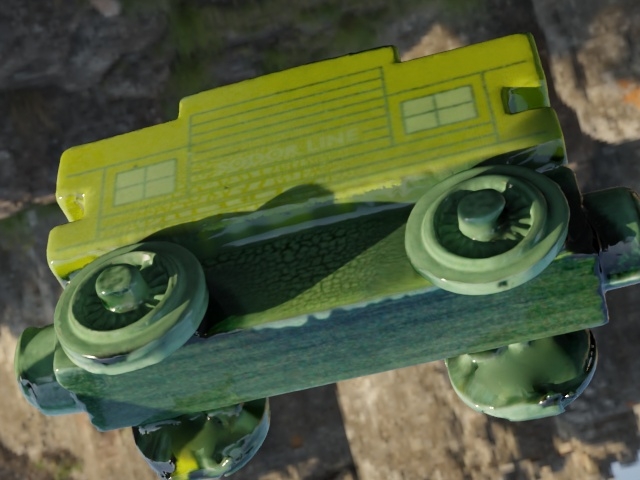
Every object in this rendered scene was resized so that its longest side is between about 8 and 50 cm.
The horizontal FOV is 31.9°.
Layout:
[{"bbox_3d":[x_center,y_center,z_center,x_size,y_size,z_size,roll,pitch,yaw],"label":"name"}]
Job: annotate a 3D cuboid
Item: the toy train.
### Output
[{"bbox_3d":[0.000,0.000,0.799,0.442,0.272,0.179,-13,136,10],"label":"toy train"}]
